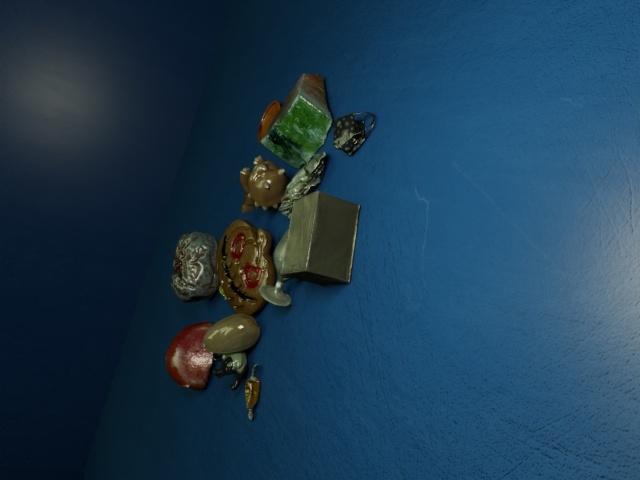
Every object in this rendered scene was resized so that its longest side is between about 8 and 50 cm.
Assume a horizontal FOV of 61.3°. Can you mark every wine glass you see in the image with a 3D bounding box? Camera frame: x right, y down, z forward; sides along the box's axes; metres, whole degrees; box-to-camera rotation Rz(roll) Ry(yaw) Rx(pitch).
[{"bbox_3d":[-0.101,0.083,1.708,0.241,0.126,0.126,-65,29,18],"label":"wine glass"}]

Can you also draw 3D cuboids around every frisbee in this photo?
[{"bbox_3d":[-0.212,-0.501,2.305,0.192,0.035,0.192,-36,45,47],"label":"frisbee"}]

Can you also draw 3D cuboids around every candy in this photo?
[{"bbox_3d":[-0.229,0.500,1.794,0.053,0.046,0.182,-26,56,56],"label":"candy"}]

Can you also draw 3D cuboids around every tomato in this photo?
[{"bbox_3d":[-0.560,0.475,2.269,0.309,0.170,0.309,-33,49,50],"label":"tomato"}]

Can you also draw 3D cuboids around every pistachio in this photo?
[{"bbox_3d":[-0.311,0.332,1.903,0.206,0.129,0.131,-23,69,5],"label":"pistachio"}]

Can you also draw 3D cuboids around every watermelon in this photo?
[{"bbox_3d":[-0.092,-0.438,1.935,0.264,0.151,0.302,-47,38,41],"label":"watermelon"}]

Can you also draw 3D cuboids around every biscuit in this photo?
[{"bbox_3d":[-0.278,0.086,1.987,0.314,0.063,0.367,-53,50,30],"label":"biscuit"}]

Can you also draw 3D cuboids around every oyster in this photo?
[{"bbox_3d":[-0.060,-0.190,1.815,0.252,0.087,0.199,-64,19,2],"label":"oyster"}]

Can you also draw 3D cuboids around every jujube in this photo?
[{"bbox_3d":[-0.547,0.115,2.394,0.226,0.226,0.317,-22,64,56],"label":"jujube"}]

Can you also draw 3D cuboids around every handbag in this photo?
[{"bbox_3d":[0.111,-0.334,1.621,0.139,0.072,0.115,-23,53,39],"label":"handbag"}]

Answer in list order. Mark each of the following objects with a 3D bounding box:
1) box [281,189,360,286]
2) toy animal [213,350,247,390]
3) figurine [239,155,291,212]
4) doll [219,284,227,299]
[{"bbox_3d":[0.000,0.000,1.540,0.155,0.149,0.231,-13,64,57],"label":"box"},{"bbox_3d":[-0.323,0.429,1.954,0.121,0.094,0.225,-57,20,7],"label":"toy animal"},{"bbox_3d":[-0.191,-0.183,1.977,0.173,0.177,0.247,36,136,24],"label":"figurine"},{"bbox_3d":[-0.347,0.149,2.158,0.129,0.081,0.207,48,121,52],"label":"doll"}]
